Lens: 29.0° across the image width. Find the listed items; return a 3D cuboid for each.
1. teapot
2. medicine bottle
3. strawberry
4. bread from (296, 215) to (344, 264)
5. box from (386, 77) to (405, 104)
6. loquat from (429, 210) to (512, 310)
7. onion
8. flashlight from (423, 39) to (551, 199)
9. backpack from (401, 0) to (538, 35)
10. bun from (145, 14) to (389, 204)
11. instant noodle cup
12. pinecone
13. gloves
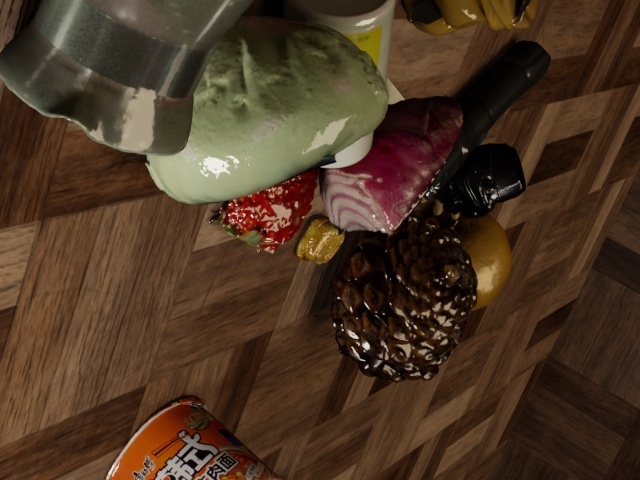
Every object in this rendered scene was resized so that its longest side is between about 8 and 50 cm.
[{"bbox_3d":[-0.143,-0.282,1.150,0.344,0.253,0.300,-60,-170,20],"label":"teapot"},{"bbox_3d":[0.018,-0.228,1.621,0.143,0.143,0.258,-43,153,-33],"label":"medicine bottle"},{"bbox_3d":[-0.051,-0.075,1.739,0.208,0.087,0.167,-60,156,-1],"label":"strawberry"},{"bbox_3d":[0.000,0.000,1.986,0.081,0.046,0.083,-28,144,-42],"label":"bread"},{"bbox_3d":[0.092,-0.189,1.964,0.109,0.029,0.198,-58,156,-2],"label":"box"},{"bbox_3d":[0.268,0.037,2.391,0.208,0.208,0.208,-45,153,-30],"label":"loquat"},{"bbox_3d":[0.084,-0.134,1.792,0.247,0.111,0.250,-58,-160,-13],"label":"onion"},{"bbox_3d":[0.282,-0.224,2.226,0.424,0.103,0.103,-44,153,-33],"label":"flashlight"},{"bbox_3d":[0.189,-0.451,1.581,0.378,0.201,0.353,-62,147,-37],"label":"backpack"},{"bbox_3d":[-0.074,-0.172,1.426,0.293,0.293,0.187,-37,113,-42],"label":"bun"},{"bbox_3d":[-0.186,0.391,1.896,0.250,0.192,0.250,-46,154,-30],"label":"instant noodle cup"},{"bbox_3d":[0.142,0.102,2.154,0.298,0.242,0.296,-37,158,-44],"label":"pinecone"},{"bbox_3d":[0.270,-0.104,2.263,0.164,0.203,0.124,-86,152,-48],"label":"gloves"}]
